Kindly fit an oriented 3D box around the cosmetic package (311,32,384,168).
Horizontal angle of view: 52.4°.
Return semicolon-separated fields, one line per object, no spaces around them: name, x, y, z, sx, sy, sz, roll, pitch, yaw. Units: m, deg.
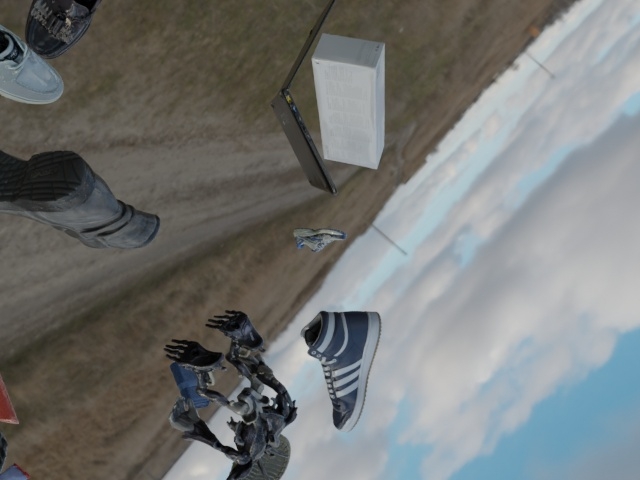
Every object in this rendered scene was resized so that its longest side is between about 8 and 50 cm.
cosmetic package;0.050;-0.215;1.035;0.239;0.099;0.060;82;23;-60

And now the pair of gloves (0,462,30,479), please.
pair of gloves;-0.748;0.510;1.409;0.159;0.198;0.023;-42;174;-40

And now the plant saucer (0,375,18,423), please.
plant saucer;-0.870;0.355;1.701;0.048;0.258;0.259;-21;-175;-30

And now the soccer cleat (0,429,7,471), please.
soccer cleat;-0.576;0.400;0.937;0.116;0.108;0.318;-34;-156;28

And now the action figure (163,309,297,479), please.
action figure;-0.123;0.225;0.930;0.164;0.141;0.276;-39;134;-33

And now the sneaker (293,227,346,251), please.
sneaker;0.000;0.000;1.570;0.052;0.135;0.058;3;88;-65

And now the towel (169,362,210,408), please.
towel;-0.304;0.335;1.510;0.029;0.119;0.067;-45;150;26

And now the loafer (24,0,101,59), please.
loafer;-0.451;-0.469;1.207;0.302;0.109;0.095;-51;-157;4

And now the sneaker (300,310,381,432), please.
sneaker;0.024;0.275;1.385;0.099;0.153;0.282;-128;-132;-68

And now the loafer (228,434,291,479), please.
loafer;-0.154;0.510;1.421;0.268;0.102;0.092;-57;-162;17

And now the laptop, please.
laptop;0.013;-0.354;1.611;0.236;0.408;0.382;-27;-169;-3

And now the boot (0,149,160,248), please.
boot;-0.452;-0.054;1.060;0.223;0.338;0.118;52;53;-60

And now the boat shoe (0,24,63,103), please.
boat shoe;-0.464;-0.265;0.929;0.081;0.227;0.079;4;-107;41
